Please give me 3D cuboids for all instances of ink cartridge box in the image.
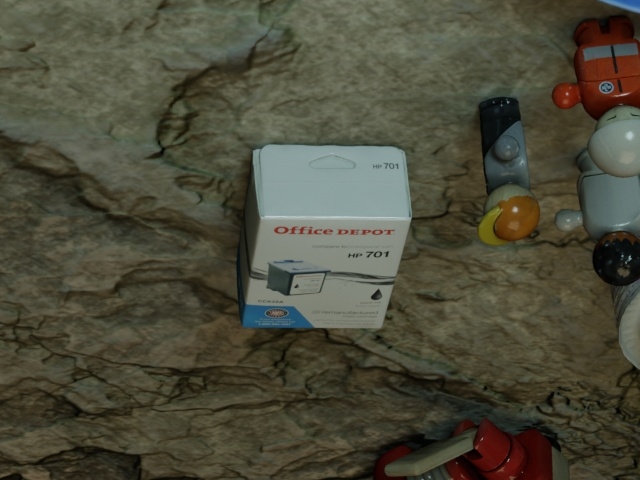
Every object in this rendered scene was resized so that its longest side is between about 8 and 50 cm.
[{"bbox_3d":[0.000,0.000,1.755,0.140,0.082,0.190,0,148,-7],"label":"ink cartridge box"}]

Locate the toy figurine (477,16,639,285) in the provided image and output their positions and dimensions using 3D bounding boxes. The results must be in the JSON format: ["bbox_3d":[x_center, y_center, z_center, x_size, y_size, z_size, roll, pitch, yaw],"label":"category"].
[{"bbox_3d":[0.251,-0.063,1.626,0.213,0.148,0.209,22,139,-35],"label":"toy figurine"}]

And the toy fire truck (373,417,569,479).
[{"bbox_3d":[0.133,0.270,2.139,0.217,0.158,0.246,-25,130,29],"label":"toy fire truck"}]

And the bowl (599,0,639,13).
[{"bbox_3d":[0.293,-0.289,1.304,0.391,0.077,0.391,4,152,2],"label":"bowl"}]

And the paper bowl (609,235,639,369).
[{"bbox_3d":[0.424,0.059,1.836,0.284,0.148,0.284,-2,146,-1],"label":"paper bowl"}]
